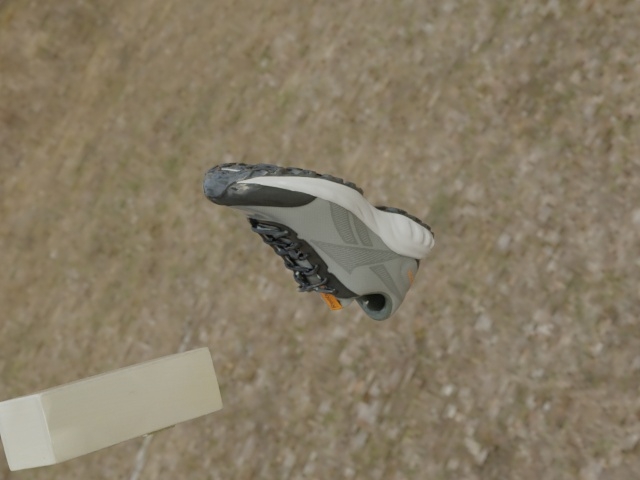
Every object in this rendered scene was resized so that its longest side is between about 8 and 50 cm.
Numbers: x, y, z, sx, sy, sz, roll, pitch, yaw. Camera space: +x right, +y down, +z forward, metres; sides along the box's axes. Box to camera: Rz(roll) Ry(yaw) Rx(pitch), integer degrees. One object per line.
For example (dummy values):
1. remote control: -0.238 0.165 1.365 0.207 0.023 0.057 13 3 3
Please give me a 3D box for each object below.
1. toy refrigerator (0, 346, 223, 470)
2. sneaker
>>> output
1. toy refrigerator: -0.257 0.210 1.692 0.102 0.269 0.094 -16 88 42
2. sneaker: 0.000 0.000 1.234 0.100 0.271 0.108 11 80 46
